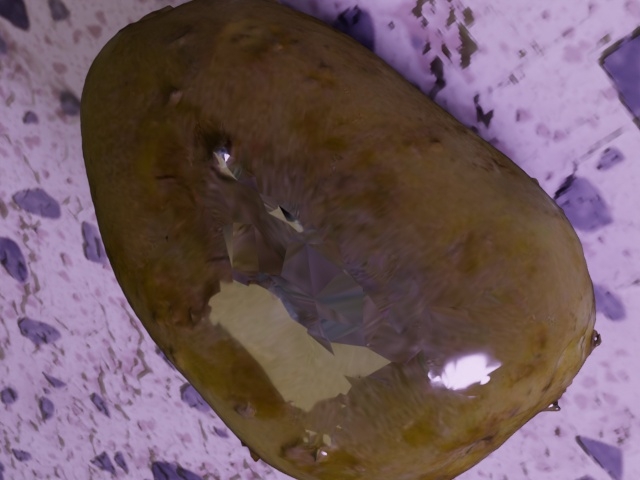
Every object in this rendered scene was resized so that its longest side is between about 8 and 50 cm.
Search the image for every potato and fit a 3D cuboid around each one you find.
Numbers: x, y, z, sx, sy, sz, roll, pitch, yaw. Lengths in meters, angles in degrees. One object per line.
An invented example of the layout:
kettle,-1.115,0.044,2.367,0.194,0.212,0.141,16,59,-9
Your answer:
potato,0.000,0.000,0.717,0.210,0.173,0.307,-44,87,8
